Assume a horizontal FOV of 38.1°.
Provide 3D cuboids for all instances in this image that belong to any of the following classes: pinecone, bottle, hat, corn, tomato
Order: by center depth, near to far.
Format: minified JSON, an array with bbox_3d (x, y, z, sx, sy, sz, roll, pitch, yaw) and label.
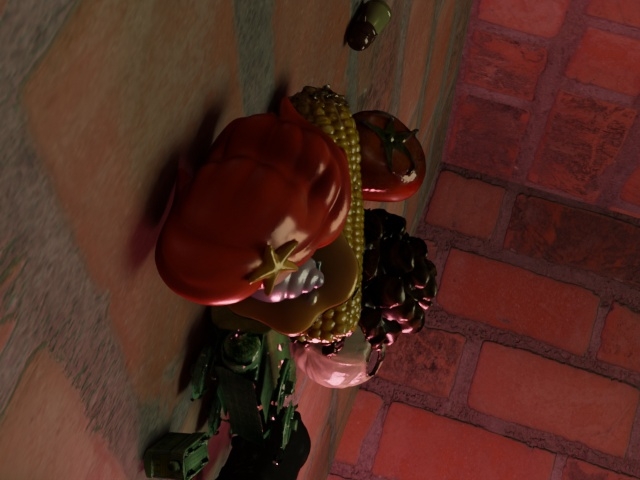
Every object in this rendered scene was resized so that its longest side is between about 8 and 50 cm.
[{"bbox_3d":[0.000,-0.036,1.093,0.115,0.115,0.317,65,19,-76],"label":"corn"},{"bbox_3d":[0.054,0.052,1.402,0.257,0.243,0.243,-17,137,-26],"label":"pinecone"},{"bbox_3d":[0.069,-0.324,1.403,0.063,0.047,0.101,57,43,-28],"label":"bottle"},{"bbox_3d":[0.087,-0.134,1.534,0.167,0.167,0.167,17,90,-80],"label":"tomato"},{"bbox_3d":[0.025,0.146,1.697,0.275,0.161,0.232,-104,-145,-61],"label":"hat"}]

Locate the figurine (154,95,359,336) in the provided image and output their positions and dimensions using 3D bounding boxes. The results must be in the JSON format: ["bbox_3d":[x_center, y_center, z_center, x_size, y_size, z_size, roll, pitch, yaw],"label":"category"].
[{"bbox_3d":[-0.056,-0.020,0.910,0.208,0.181,0.257,-34,164,-3],"label":"figurine"}]

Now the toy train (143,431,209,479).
[{"bbox_3d":[-0.161,0.245,1.055,0.093,0.056,0.038,-20,110,-78],"label":"toy train"}]

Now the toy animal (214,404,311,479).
[{"bbox_3d":[-0.102,0.358,1.294,0.168,0.106,0.343,-48,-175,19],"label":"toy animal"}]

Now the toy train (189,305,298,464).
[{"bbox_3d":[-0.075,0.160,1.182,0.307,0.126,0.189,88,21,-61],"label":"toy train"}]
